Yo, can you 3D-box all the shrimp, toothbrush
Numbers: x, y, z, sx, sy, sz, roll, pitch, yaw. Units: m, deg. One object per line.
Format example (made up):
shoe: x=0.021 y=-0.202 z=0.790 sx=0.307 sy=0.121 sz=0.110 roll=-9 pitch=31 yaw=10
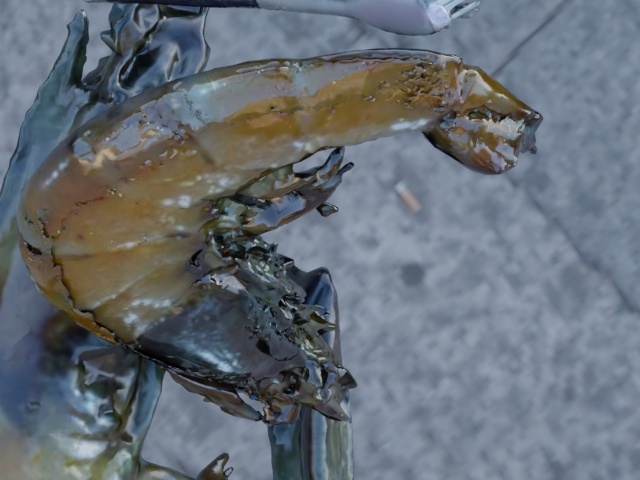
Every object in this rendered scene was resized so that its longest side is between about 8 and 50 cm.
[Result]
shrimp: x=0.000 y=0.000 z=0.868 sx=0.222 sy=0.290 sz=0.054 roll=-24 pitch=58 yaw=7
shrimp: x=-0.069 y=0.063 z=0.987 sx=0.272 sy=0.085 sz=0.445 roll=12 pitch=83 yaw=-41
toothbrush: x=-0.031 y=-0.103 z=0.794 sx=0.026 sy=0.288 sz=0.024 roll=-26 pitch=111 yaw=-28
